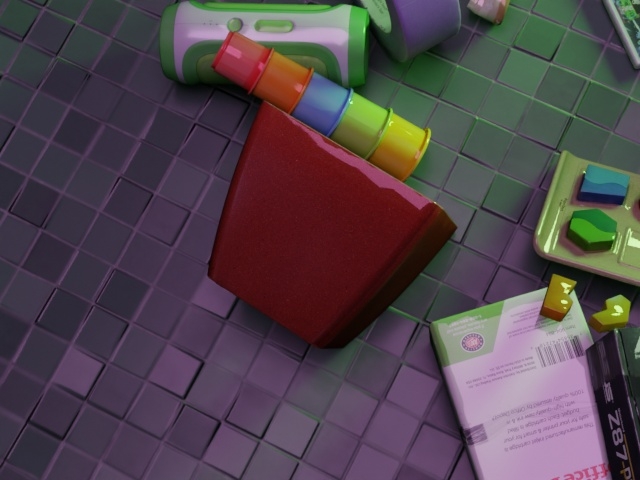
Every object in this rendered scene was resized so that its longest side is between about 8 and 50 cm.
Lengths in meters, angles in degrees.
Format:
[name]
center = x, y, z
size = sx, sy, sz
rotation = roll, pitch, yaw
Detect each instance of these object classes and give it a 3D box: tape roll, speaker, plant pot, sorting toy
[tape roll]
center = 0.092, -0.393, 1.585
size = 0.090, 0.275, 0.275
rotation = -28, 74, -4
[speaker]
center = -0.080, -0.286, 1.647
size = 0.296, 0.131, 0.131
rotation = 2, 75, 6
[plant pot]
center = 0.000, 0.000, 1.506
size = 0.267, 0.267, 0.236
rotation = 32, 91, 12
[sorting toy]
center = 0.402, 0.004, 1.499
size = 0.229, 0.041, 0.307
rotation = 20, 48, 8

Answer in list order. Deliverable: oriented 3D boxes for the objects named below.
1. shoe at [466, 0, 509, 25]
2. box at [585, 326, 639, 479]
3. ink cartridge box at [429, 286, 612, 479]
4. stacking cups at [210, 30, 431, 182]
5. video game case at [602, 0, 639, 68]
[shoe]
center = 0.276, -0.431, 1.683
size = 0.058, 0.076, 0.219
rotation = 18, 79, 4
[box]
center = 0.551, 0.263, 1.391
size = 0.394, 0.097, 0.318
rotation = 0, 65, -14
[ink cartridge box]
center = 0.277, 0.218, 1.482
size = 0.198, 0.115, 0.273
rotation = -16, 73, 0
[stacking cups]
center = 0.001, -0.197, 1.579
size = 0.316, 0.096, 0.096
rotation = 31, 78, -9
[video game case]
center = 0.514, -0.373, 1.675
size = 0.183, 0.023, 0.201
rotation = -20, 75, -1
